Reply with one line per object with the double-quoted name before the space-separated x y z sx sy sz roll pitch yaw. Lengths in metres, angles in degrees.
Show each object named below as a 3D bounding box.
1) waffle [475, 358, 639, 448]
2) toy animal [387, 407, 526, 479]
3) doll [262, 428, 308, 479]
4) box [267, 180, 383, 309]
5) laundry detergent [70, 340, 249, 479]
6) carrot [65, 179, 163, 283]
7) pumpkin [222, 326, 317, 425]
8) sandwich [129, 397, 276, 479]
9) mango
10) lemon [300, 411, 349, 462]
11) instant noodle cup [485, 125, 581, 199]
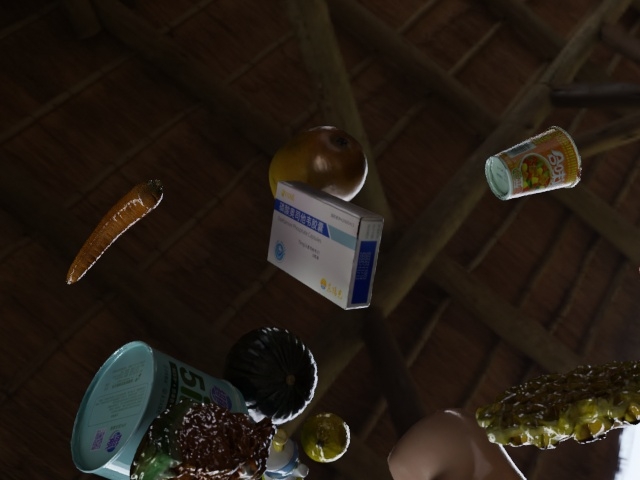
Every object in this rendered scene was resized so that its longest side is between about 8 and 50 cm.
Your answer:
"waffle" 0.315 0.202 0.984 0.238 0.244 0.058 -16 -91 -74
"toy animal" 0.221 0.397 1.241 0.195 0.256 0.212 2 -60 -23
"doll" -0.092 0.466 1.610 0.241 0.135 0.098 76 -176 -54
"box" 0.000 0.000 1.691 0.065 0.343 0.200 -1 -73 -33
"laundry detergent" -0.328 0.406 1.666 0.305 0.287 0.287 34 -112 -33
"carrot" -0.412 -0.024 1.523 0.271 0.066 0.062 -43 -6 2
"pumpkin" -0.132 0.332 1.906 0.250 0.216 0.249 -14 -65 -33
"sandwich" -0.145 0.271 0.927 0.185 0.160 0.109 -84 8 -83
"mango" -0.018 -0.173 1.967 0.173 0.317 0.211 -40 -80 -43
"lemon" 0.010 0.429 1.676 0.133 0.109 0.109 8 -91 -76
"instant noodle cup" 0.517 -0.179 1.898 0.185 0.168 0.168 -19 -64 -13
